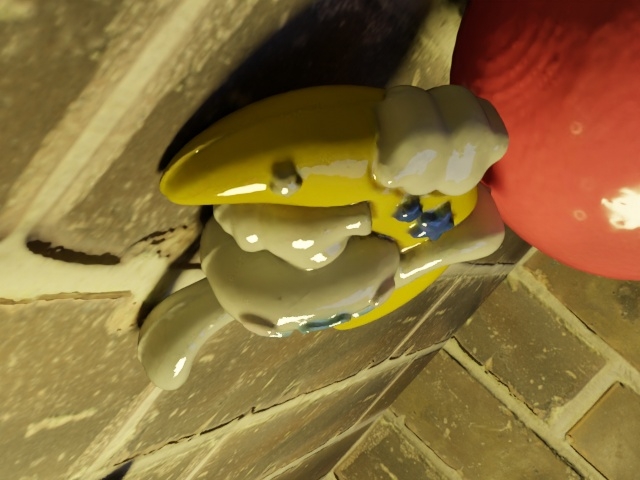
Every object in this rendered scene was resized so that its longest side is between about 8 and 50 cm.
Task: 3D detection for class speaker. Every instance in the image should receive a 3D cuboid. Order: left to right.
[{"bbox_3d":[0.227,-0.117,0.652,0.294,0.294,0.294,-43,164,-15],"label":"speaker"}]

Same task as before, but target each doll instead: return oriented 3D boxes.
[{"bbox_3d":[0.000,0.000,0.592,0.252,0.111,0.237,-16,150,-14],"label":"doll"}]
